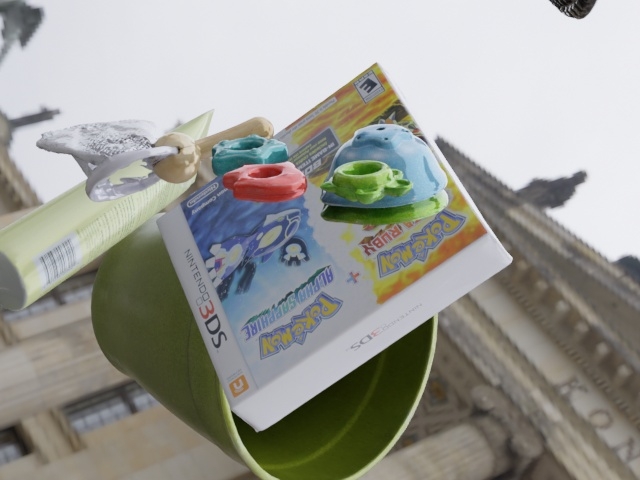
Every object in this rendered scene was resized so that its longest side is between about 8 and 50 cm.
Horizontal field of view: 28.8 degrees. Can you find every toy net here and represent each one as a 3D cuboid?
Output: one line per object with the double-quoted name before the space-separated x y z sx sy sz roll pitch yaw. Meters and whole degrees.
"toy net" -0.052 -0.032 0.669 0.232 0.122 0.045 2 -67 18

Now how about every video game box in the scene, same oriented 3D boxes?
"video game box" 0.000 0.000 0.853 0.048 0.205 0.187 44 13 -50

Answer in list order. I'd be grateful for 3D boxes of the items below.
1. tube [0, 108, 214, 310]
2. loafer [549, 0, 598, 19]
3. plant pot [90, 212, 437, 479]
"tube" -0.175 -0.027 1.023 0.070 0.240 0.062 -7 -67 46
"loafer" 0.248 -0.321 1.090 0.134 0.130 0.366 48 -10 15
"plant pot" -0.102 0.102 1.600 0.353 0.366 0.366 10 -66 45
